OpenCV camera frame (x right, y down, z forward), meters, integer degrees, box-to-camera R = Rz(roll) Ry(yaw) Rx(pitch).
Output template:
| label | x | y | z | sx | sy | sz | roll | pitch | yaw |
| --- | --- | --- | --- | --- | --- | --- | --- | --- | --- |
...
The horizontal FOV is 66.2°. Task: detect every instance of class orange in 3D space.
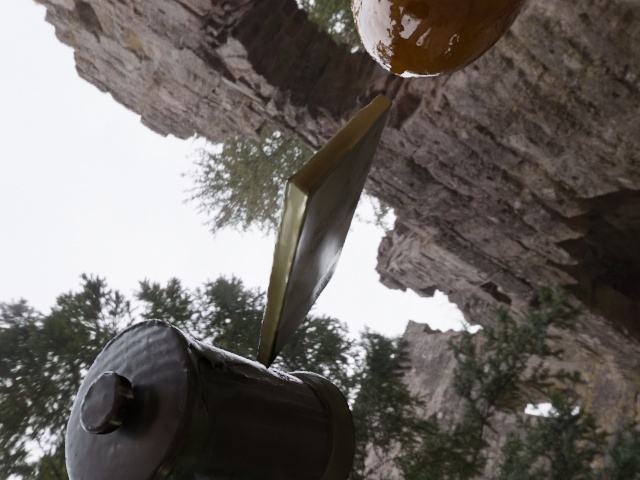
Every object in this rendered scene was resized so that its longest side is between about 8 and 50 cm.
| label | x | y | z | sx | sy | sz | roll | pitch | yaw |
| --- | --- | --- | --- | --- | --- | --- | --- | --- | --- |
| orange | 0.097 | -0.213 | 0.398 | 0.136 | 0.159 | 0.158 | -3 | -99 | -14 |

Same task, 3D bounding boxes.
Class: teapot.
| label | x | y | z | sx | sy | sz | roll | pitch | yaw |
| --- | --- | --- | --- | --- | --- | --- | --- | --- | --- |
| teapot | -0.114 | 0.244 | 0.577 | 0.200 | 0.270 | 0.337 | -39 | -42 | 12 |

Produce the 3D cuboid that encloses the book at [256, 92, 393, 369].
| label | x | y | z | sx | sy | sz | roll | pitch | yaw |
| --- | --- | --- | --- | --- | --- | --- | --- | --- | --- |
| book | 0.000 | 0.000 | 0.552 | 0.026 | 0.289 | 0.201 | 28 | -135 | 12 |
